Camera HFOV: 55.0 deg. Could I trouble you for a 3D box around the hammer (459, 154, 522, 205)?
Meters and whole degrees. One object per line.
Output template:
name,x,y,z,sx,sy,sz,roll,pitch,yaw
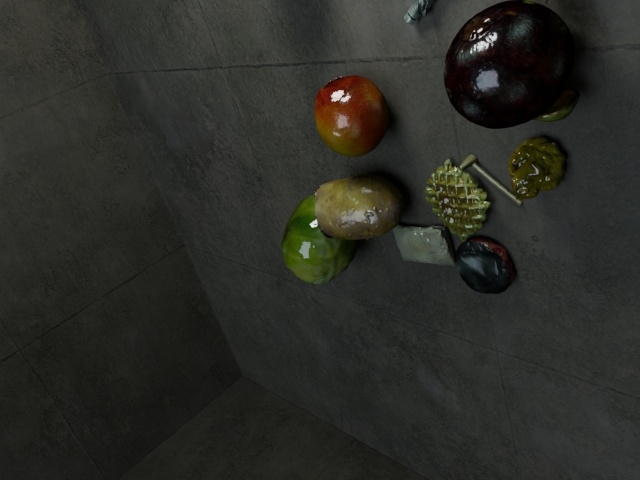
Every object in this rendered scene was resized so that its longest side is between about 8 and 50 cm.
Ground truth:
hammer,0.463,-0.155,1.660,0.195,0.060,0.028,41,146,11

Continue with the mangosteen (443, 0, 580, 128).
mangosteen,0.411,-0.367,1.329,0.288,0.288,0.288,33,143,29

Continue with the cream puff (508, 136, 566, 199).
cream puff,0.519,-0.173,1.509,0.146,0.116,0.146,36,148,28

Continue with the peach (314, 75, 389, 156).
peach,0.090,-0.365,1.796,0.231,0.231,0.231,33,143,29

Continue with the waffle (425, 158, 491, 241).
waffle,0.394,-0.114,1.783,0.214,0.054,0.208,49,152,17

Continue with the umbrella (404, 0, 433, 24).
umbrella,0.259,-0.595,1.496,0.188,0.046,0.050,136,140,-58

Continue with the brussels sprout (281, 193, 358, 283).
brussels sprout,0.000,0.000,2.223,0.268,0.344,0.344,12,140,1

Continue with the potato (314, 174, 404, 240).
potato,0.146,-0.108,1.983,0.266,0.229,0.229,-7,115,50

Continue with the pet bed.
pet bed,0.491,0.077,1.845,0.201,0.053,0.201,34,144,28

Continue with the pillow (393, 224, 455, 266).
pillow,0.332,0.013,1.995,0.230,0.050,0.148,8,122,52
